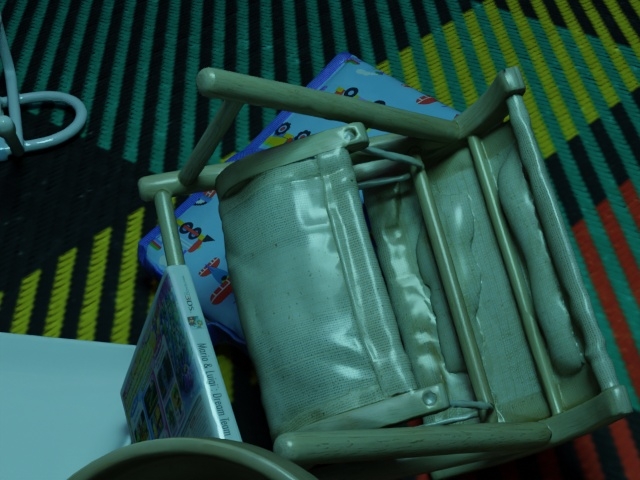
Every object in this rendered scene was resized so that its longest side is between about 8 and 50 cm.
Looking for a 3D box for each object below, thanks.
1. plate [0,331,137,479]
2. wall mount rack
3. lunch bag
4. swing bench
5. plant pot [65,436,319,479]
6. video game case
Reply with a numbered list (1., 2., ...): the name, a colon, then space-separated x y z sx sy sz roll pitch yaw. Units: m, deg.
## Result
1. plate: -0.273 0.169 0.831 0.277 0.045 0.278 4 37 12
2. wall mount rack: -0.414 -0.120 1.168 0.350 0.130 0.304 -12 37 -10
3. lunch bag: 0.000 0.000 0.992 0.293 0.138 0.221 -38 48 -21
4. swing bench: 0.036 0.031 0.786 0.255 0.165 0.253 -3 67 -26
5. plant pot: -0.053 0.224 0.634 0.237 0.237 0.110 13 0 23
6. video game case: -0.092 0.118 0.748 0.019 0.157 0.143 -4 54 -25
